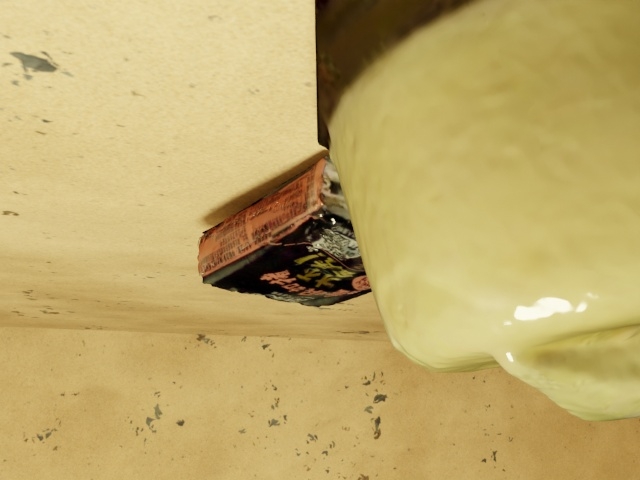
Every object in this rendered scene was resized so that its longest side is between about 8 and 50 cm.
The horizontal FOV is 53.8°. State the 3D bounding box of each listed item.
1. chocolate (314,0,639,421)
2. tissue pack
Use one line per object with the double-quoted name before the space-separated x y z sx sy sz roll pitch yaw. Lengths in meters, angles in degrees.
"chocolate" 0.156 -0.023 0.468 0.326 0.296 0.314 1 160 -2
"tissue pack" 0.000 0.000 0.873 0.245 0.123 0.332 17 155 -31
